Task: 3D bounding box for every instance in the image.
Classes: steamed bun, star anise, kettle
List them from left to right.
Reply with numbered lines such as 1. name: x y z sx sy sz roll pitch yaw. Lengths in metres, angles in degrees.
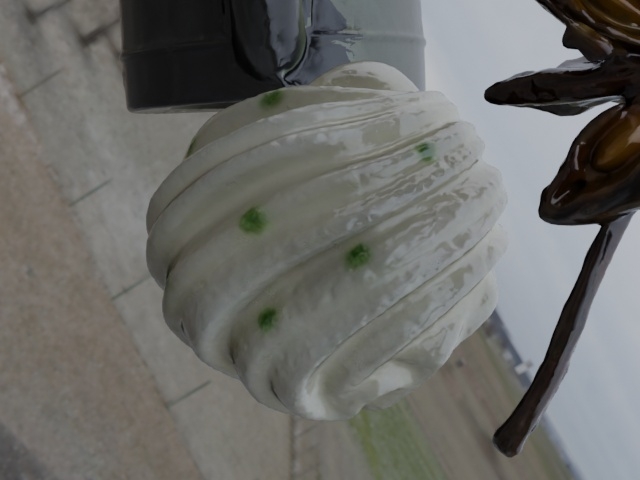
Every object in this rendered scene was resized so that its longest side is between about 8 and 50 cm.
1. kettle: -0.043 -0.259 0.787 0.321 0.228 0.324 -73 160 -85
2. steamed bun: 0.000 0.000 0.540 0.183 0.183 0.106 60 13 16
3. star anise: 0.120 -0.046 0.413 0.073 0.234 0.177 0 60 -60
